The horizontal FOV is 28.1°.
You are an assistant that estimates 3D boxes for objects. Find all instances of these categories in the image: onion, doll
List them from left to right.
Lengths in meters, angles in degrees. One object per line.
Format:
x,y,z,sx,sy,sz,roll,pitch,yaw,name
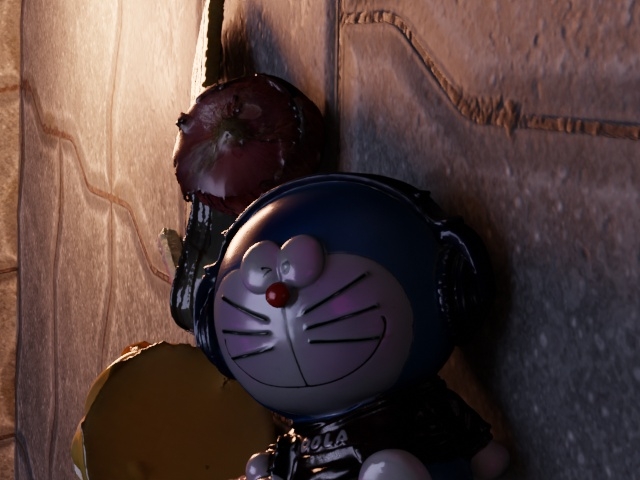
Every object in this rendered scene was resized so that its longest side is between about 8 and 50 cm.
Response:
-0.074,-0.097,1.461,0.147,0.184,0.184,57,-173,-48,onion
0.025,0.093,1.136,0.284,0.240,0.310,-19,88,25,doll

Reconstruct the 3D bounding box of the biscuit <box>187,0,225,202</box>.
-0.155,-0.195,1.702,0.172,0.029,0.254,109,165,-54,biscuit

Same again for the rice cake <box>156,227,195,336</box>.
-0.212,0.064,1.949,0.033,0.033,0.208,-58,40,39,rice cake

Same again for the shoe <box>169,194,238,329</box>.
-0.079,-0.022,1.557,0.149,0.109,0.293,11,83,29,shoe

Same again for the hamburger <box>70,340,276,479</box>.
-0.189,0.275,1.649,0.237,0.276,0.276,123,140,-71,hamburger

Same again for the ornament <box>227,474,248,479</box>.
-0.051,0.370,1.339,0.259,0.225,0.259,178,90,-67,ornament

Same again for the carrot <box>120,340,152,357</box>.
-0.247,0.230,2.020,0.314,0.066,0.066,-152,62,-61,carrot
